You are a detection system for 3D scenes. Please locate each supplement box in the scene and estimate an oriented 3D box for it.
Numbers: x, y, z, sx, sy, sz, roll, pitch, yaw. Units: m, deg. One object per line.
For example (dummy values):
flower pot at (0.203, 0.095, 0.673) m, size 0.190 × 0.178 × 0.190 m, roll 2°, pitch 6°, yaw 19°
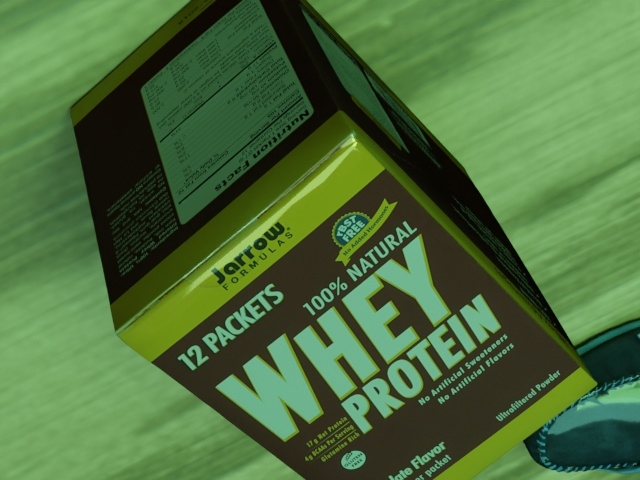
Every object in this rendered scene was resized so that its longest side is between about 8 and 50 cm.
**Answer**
supplement box at (0.000, 0.000, 0.683) m, size 0.129 × 0.194 × 0.191 m, roll -39°, pitch 124°, yaw 12°

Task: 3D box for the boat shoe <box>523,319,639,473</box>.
boat shoe at (0.254, 0.092, 0.884) m, size 0.258 × 0.089 × 0.109 m, roll -19°, pitch 126°, yaw -3°
